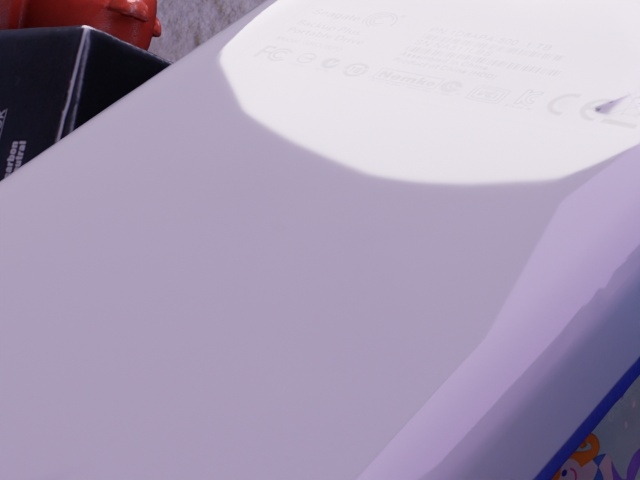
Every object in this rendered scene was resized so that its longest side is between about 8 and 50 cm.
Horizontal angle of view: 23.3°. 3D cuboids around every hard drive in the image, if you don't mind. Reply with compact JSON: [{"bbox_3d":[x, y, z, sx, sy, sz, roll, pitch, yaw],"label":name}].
[{"bbox_3d":[0.000,0.000,0.454,0.210,0.318,0.040,16,-48,37],"label":"hard drive"}]

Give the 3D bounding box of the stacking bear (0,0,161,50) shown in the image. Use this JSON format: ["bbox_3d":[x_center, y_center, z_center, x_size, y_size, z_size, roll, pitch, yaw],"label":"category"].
[{"bbox_3d":[-0.264,-0.188,1.159,0.289,0.164,0.175,14,-7,0],"label":"stacking bear"}]

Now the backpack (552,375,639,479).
[{"bbox_3d":[0.022,0.054,0.591,0.225,0.191,0.253,2,21,20],"label":"backpack"}]

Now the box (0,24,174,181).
[{"bbox_3d":[-0.189,0.052,1.168,0.471,0.297,0.480,3,-11,39],"label":"box"}]
